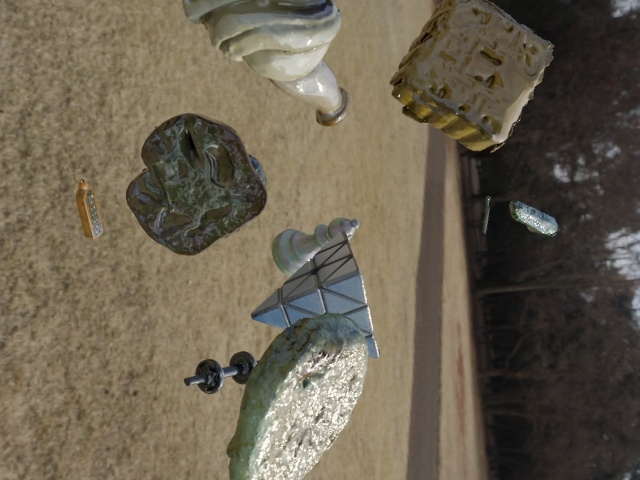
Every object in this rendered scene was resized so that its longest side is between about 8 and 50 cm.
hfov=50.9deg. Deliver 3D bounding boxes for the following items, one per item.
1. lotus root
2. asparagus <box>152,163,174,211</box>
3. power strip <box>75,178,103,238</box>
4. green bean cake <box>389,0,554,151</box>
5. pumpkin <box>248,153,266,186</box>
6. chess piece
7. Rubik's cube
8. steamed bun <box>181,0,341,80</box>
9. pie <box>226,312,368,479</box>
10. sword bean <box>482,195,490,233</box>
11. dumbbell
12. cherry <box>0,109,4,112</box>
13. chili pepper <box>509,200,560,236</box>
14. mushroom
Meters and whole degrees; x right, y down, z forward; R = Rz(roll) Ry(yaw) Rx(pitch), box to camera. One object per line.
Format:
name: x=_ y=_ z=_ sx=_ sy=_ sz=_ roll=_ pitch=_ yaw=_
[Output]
lotus root: x=-0.330 y=-0.148 z=1.837 sx=0.111 sy=0.374 sz=0.391 roll=-114 pitch=-145 yaw=-72
asparagus: x=-0.385 y=-0.129 z=1.652 sx=0.015 sy=0.018 sz=0.127 roll=-16 pitch=83 yaw=-52
power strip: x=-0.606 y=-0.081 z=1.757 sx=0.049 sy=0.028 sz=0.178 roll=-55 pitch=150 yaw=-51
green bean cake: x=0.265 y=-0.294 z=1.176 sx=0.224 sy=0.229 sz=0.131 roll=-60 pitch=-175 yaw=-5
pumpkin: x=-0.259 y=-0.191 z=2.116 sx=0.146 sy=0.190 sz=0.190 roll=-66 pitch=146 yaw=-61
chess piece: x=0.000 y=0.000 z=1.846 sx=0.139 sy=0.271 sz=0.139 roll=26 pitch=53 yaw=-39
Rubik's cube: x=0.028 y=0.119 z=1.487 sx=0.233 sy=0.228 sz=0.228 roll=3 pitch=112 yaw=-53
steamed bun: x=-0.096 y=-0.501 z=1.292 sx=0.339 sy=0.247 sz=0.352 roll=21 pitch=44 yaw=-41
pie: x=-0.029 y=0.218 z=0.881 sx=0.277 sy=0.078 sz=0.277 roll=-40 pitch=145 yaw=-35
sword bean: x=0.358 y=-0.055 z=1.451 sx=0.012 sy=0.012 sz=0.083 roll=-47 pitch=141 yaw=-71
dumbbell: x=-0.213 y=0.299 z=1.529 sx=0.254 sy=0.081 sz=0.082 roll=-1 pitch=83 yaw=-56
cherry: x=-0.866 y=-0.235 z=1.670 sx=0.148 sy=0.188 sz=0.115 roll=-133 pitch=-152 yaw=-57
chili pepper: x=0.521 y=-0.060 z=1.668 sx=0.227 sy=0.088 sz=0.059 roll=17 pitch=97 yaw=-54
mushroom: x=-0.030 y=-0.385 z=1.620 sx=0.350 sy=0.128 sz=0.128 roll=33 pitch=51 yaw=-58
